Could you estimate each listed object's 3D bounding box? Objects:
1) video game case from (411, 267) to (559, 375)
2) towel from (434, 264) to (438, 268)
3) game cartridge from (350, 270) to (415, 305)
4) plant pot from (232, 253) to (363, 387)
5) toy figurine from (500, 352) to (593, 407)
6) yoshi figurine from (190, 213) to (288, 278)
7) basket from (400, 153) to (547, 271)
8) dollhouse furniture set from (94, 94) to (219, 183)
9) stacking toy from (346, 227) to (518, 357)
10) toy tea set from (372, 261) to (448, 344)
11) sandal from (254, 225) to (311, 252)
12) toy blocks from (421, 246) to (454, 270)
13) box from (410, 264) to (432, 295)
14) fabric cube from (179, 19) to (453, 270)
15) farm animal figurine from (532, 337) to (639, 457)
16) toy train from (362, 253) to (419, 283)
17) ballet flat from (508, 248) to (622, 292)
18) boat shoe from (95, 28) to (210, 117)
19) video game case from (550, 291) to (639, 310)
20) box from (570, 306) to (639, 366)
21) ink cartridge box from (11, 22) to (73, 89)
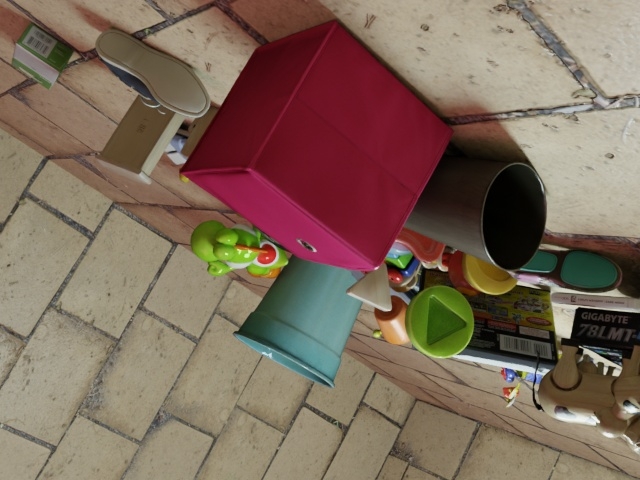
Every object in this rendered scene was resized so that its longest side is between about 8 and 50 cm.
[{"bbox_3d":[0.328,0.156,1.569,0.275,0.248,0.035,10,122,5],"label":"video game case"},{"bbox_3d":[0.272,0.050,1.845,0.060,0.009,0.083,15,161,46],"label":"towel"},{"bbox_3d":[0.202,0.157,2.047,0.355,0.068,0.230,46,169,4],"label":"game cartridge"},{"bbox_3d":[-0.035,0.216,2.363,0.341,0.334,0.341,26,165,7],"label":"plant pot"},{"bbox_3d":[0.567,0.282,1.954,0.217,0.191,0.362,-4,152,6],"label":"toy figurine"},{"bbox_3d":[-0.232,0.010,2.182,0.203,0.203,0.362,67,-164,14],"label":"yoshi figurine"},{"bbox_3d":[0.217,-0.063,1.263,0.227,0.154,0.204,21,164,42],"label":"basket"},{"bbox_3d":[-0.295,-0.164,1.785,0.286,0.198,0.303,21,165,28],"label":"dollhouse furniture set"},{"bbox_3d":[0.190,0.059,1.488,0.309,0.279,0.130,35,164,-11],"label":"stacking toy"},{"bbox_3d":[0.277,0.156,1.799,0.336,0.200,0.124,6,146,36],"label":"toy tea set"},{"bbox_3d":[-0.035,-0.028,2.034,0.303,0.086,0.120,2,149,30],"label":"sandal"},{"bbox_3d":[0.261,0.025,1.681,0.123,0.054,0.148,37,164,-32],"label":"toy blocks"},{"bbox_3d":[0.311,0.145,2.005,0.183,0.059,0.232,24,166,18],"label":"box"},{"bbox_3d":[-0.010,-0.135,1.203,0.258,0.259,0.254,36,165,-29],"label":"fabric cube"},{"bbox_3d":[0.496,0.266,1.279,0.327,0.172,0.330,5,163,41],"label":"farm animal figurine"},{"bbox_3d":[0.105,0.002,1.828,0.248,0.105,0.143,13,149,48],"label":"toy train"},{"bbox_3d":[0.433,0.057,1.397,0.221,0.077,0.079,9,157,41],"label":"ballet flat"},{"bbox_3d":[-0.322,-0.310,1.523,0.254,0.095,0.079,29,165,3],"label":"boat shoe"},{"bbox_3d":[0.528,0.108,1.355,0.190,0.022,0.173,6,177,-31],"label":"video game case"},{"bbox_3d":[0.637,0.196,1.358,0.293,0.073,0.295,23,166,-36],"label":"box"},{"bbox_3d":[-0.646,-0.422,1.822,0.109,0.062,0.209,33,166,-20],"label":"ink cartridge box"}]
